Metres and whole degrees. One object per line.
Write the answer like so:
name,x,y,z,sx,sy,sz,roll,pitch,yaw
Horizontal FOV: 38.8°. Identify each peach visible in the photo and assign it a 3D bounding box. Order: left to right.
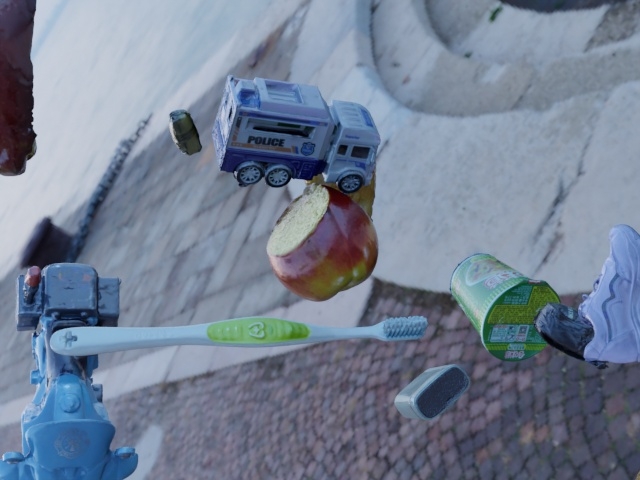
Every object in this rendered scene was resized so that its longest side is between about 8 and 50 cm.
peach,-0.473,-0.244,1.177,0.257,0.201,0.361,131,133,-57
peach,0.000,0.000,1.494,0.190,0.192,0.190,-32,-11,-7

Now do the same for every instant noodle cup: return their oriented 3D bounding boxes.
instant noodle cup,0.420,0.137,2.129,0.207,0.207,0.232,-55,27,10

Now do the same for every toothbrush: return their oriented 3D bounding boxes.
toothbrush,-0.052,0.067,0.635,0.026,0.263,0.022,109,157,-65

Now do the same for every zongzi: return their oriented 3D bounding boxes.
zongzi,-0.214,-0.178,1.378,0.040,0.076,0.083,-23,42,-9

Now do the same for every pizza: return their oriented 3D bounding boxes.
pizza,0.043,-0.141,1.857,0.074,0.365,0.182,20,66,32

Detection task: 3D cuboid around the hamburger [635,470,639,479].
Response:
hamburger,0.235,0.208,0.502,0.245,0.155,0.282,123,159,-57

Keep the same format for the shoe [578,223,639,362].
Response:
shoe,0.501,0.095,1.546,0.095,0.138,0.245,56,-153,-71

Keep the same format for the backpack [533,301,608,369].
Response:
backpack,0.530,0.186,1.884,0.105,0.165,0.120,-59,9,7

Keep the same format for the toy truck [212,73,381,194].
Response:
toy truck,-0.032,-0.177,1.496,0.124,0.268,0.155,-107,28,-46

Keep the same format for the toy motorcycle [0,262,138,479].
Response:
toy motorcycle,-0.241,0.142,0.859,0.182,0.124,0.272,129,139,-60

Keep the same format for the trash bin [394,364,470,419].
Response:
trash bin,0.205,0.281,1.681,0.116,0.059,0.130,-37,-1,-15
